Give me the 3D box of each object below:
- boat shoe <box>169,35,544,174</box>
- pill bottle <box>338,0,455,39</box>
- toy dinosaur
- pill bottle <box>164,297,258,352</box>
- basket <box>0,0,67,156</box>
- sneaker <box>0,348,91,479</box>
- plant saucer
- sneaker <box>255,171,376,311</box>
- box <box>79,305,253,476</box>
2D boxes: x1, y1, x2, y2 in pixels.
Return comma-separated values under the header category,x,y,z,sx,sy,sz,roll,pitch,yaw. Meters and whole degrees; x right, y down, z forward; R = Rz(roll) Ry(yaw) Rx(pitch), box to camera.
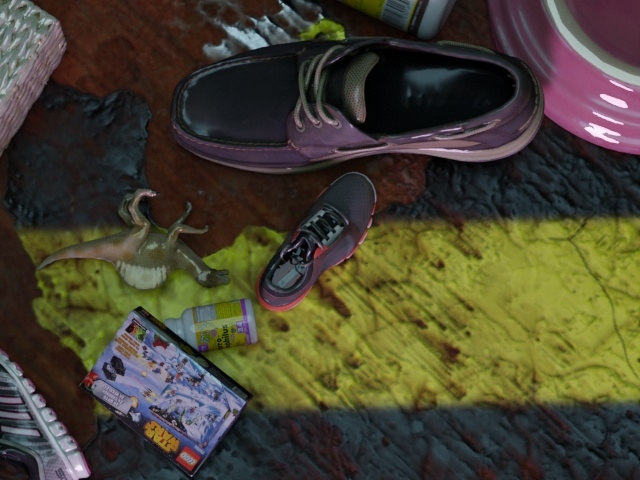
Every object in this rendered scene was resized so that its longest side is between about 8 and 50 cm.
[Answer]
category,x,y,z,sx,sy,sz,roll,pitch,yaw
boat shoe,0.030,-0.142,1.779,0.355,0.130,0.132,-4,77,5
pill bottle,0.035,-0.285,1.824,0.215,0.117,0.117,26,79,4
toy dinosaur,-0.173,0.000,1.794,0.183,0.053,0.093,8,80,1
pill bottle,-0.102,0.081,1.782,0.083,0.043,0.043,-10,78,-2
basket,-0.321,-0.157,1.795,0.103,0.113,0.167,28,80,3
sneaker,-0.287,0.166,1.752,0.075,0.063,0.170,-37,86,-14
plant saucer,0.327,-0.250,1.839,0.332,0.084,0.332,0,79,-1
sneaker,0.000,0.000,1.790,0.061,0.065,0.158,35,80,6
box,-0.142,0.139,1.759,0.137,0.027,0.094,38,107,7
